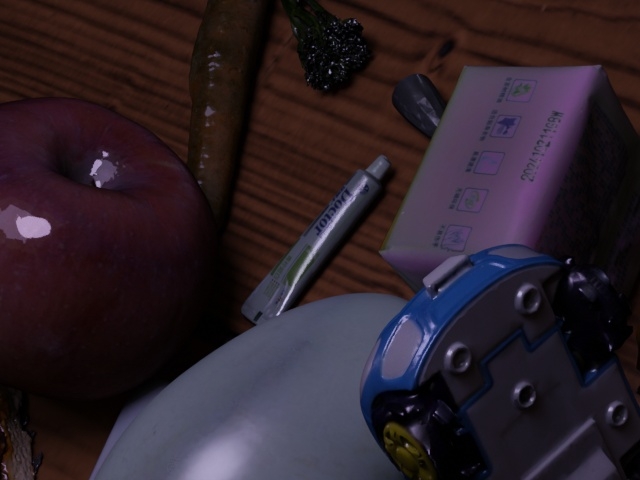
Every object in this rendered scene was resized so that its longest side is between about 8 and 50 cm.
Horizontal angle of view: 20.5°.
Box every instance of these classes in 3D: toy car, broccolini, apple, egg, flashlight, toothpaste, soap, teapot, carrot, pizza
[{"bbox_3d":[0.131,0.142,1.260,0.198,0.314,0.166,-39,27,-24],"label":"toy car"},{"bbox_3d":[-0.006,-0.217,1.797,0.074,0.058,0.201,-23,32,-3],"label":"broccolini"},{"bbox_3d":[-0.242,0.012,1.611,0.306,0.305,0.235,54,131,43],"label":"apple"},{"bbox_3d":[-0.036,0.191,1.384,0.371,0.230,0.230,-44,46,-18],"label":"egg"},{"bbox_3d":[-0.171,0.202,1.553,0.093,0.047,0.200,-20,29,34],"label":"flashlight"},{"bbox_3d":[0.000,0.000,1.635,0.197,0.029,0.048,-51,47,-5],"label":"toothpaste"},{"bbox_3d":[0.170,-0.017,1.437,0.138,0.182,0.199,9,63,36],"label":"soap"},{"bbox_3d":[0.108,-0.107,1.638,0.043,0.043,0.111,-37,49,3],"label":"teapot"},{"bbox_3d":[-0.103,-0.139,1.776,0.070,0.070,0.342,-8,58,27],"label":"carrot"},{"bbox_3d":[-0.326,0.211,1.655,0.154,0.069,0.194,-43,45,-3],"label":"pizza"}]

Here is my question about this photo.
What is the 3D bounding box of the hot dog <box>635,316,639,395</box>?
[{"bbox_3d":[0.382,0.024,1.304,0.349,0.158,0.117,-36,65,0],"label":"hot dog"}]
